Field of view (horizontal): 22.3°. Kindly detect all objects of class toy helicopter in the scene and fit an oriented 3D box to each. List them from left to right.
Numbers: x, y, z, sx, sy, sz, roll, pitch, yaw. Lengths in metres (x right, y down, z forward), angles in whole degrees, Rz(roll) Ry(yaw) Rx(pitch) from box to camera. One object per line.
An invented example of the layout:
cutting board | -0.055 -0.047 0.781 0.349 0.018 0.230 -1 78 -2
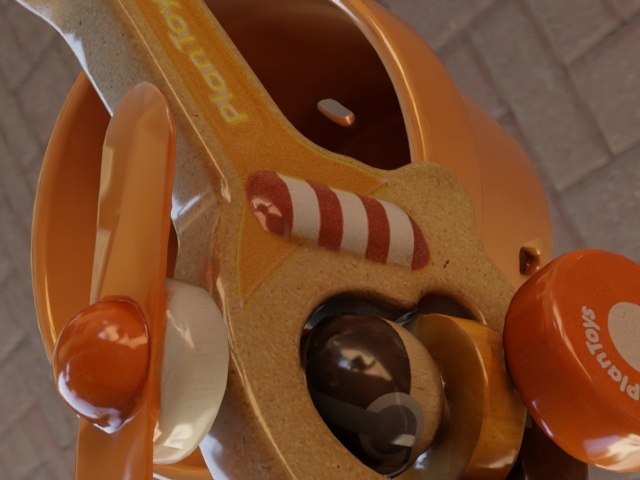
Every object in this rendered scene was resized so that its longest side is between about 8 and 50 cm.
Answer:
toy helicopter | -0.035 -0.005 0.602 0.355 0.235 0.140 56 133 11

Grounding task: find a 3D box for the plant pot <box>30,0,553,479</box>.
plant pot | 0.000 0.000 0.955 0.291 0.203 0.291 -7 79 38
